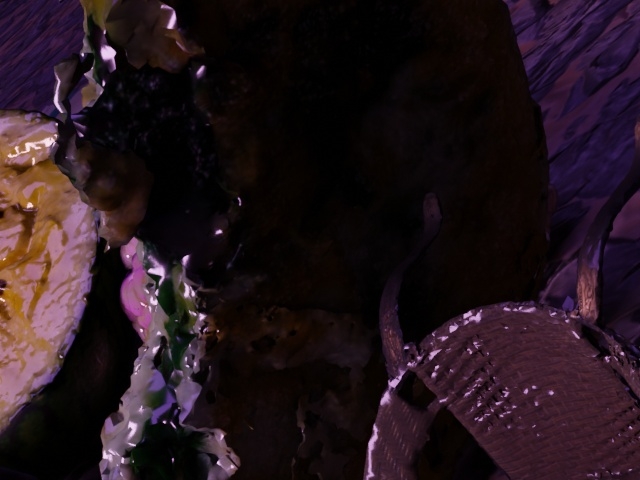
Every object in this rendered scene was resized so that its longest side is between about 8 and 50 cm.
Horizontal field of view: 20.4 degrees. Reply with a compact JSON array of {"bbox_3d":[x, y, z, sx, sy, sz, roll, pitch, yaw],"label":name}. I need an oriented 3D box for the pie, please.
[{"bbox_3d":[0.001,0.008,0.830,0.078,0.371,0.296,18,35,40],"label":"pie"}]

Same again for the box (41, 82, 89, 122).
[{"bbox_3d":[-0.271,-0.049,1.776,0.200,0.065,0.343,-23,27,39],"label":"box"}]

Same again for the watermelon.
[{"bbox_3d":[-0.250,0.072,1.297,0.331,0.189,0.331,-12,58,20],"label":"watermelon"}]

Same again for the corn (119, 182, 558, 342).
[{"bbox_3d":[0.000,0.003,1.110,0.335,0.126,0.126,-16,31,46],"label":"corn"}]

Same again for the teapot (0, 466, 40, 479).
[{"bbox_3d":[-0.219,0.194,1.071,0.087,0.096,0.177,-34,48,15],"label":"teapot"}]

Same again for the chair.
[{"bbox_3d":[0.099,0.085,0.738,0.174,0.149,0.213,-19,33,40],"label":"chair"}]
